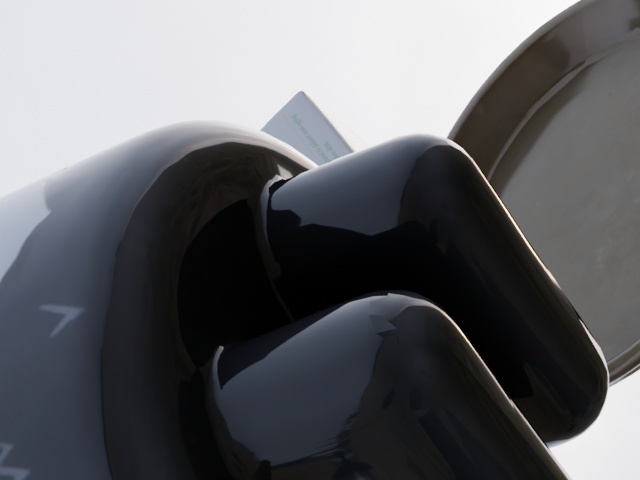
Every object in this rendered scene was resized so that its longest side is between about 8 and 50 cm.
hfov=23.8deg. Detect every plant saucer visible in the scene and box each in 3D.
[{"bbox_3d":[0.157,-0.026,0.890,0.041,0.278,0.278,30,-115,-30],"label":"plant saucer"}]

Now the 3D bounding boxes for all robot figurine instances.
[{"bbox_3d":[-0.067,0.070,0.410,0.209,0.278,0.174,-8,-102,-63],"label":"robot figurine"}]

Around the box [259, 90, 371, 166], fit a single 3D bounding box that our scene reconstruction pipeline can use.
[{"bbox_3d":[0.000,0.000,0.791,0.102,0.101,0.087,-46,-47,11],"label":"box"}]
